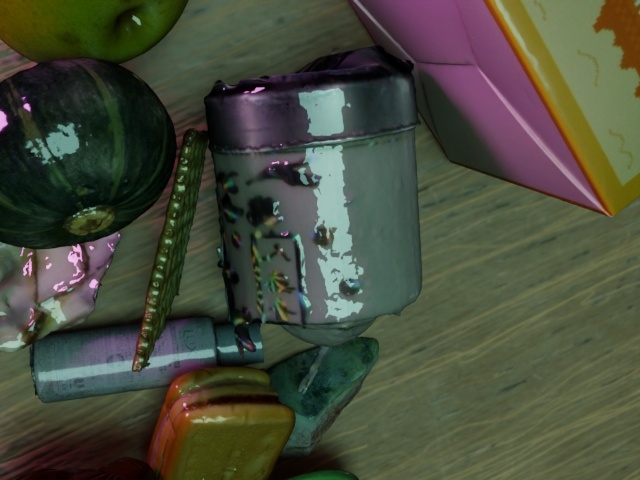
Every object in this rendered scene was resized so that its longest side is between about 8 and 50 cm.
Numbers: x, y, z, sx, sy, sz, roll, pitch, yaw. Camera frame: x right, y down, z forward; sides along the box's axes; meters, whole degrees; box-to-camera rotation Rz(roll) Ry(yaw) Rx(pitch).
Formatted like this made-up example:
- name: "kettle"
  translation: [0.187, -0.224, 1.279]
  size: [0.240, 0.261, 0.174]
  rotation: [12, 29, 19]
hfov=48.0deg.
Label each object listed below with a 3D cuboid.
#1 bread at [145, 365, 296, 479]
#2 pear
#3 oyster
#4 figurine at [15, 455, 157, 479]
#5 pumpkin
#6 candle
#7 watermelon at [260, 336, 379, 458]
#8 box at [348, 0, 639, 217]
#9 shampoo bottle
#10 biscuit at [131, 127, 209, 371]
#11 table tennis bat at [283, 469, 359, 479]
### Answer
- name: "bread"
  translation: [-0.104, 0.205, 0.704]
  size: [0.116, 0.077, 0.200]
  rotation: [-2, 134, -28]
- name: "pear"
  translation: [-0.199, -0.237, 0.557]
  size: [0.180, 0.166, 0.216]
  rotation: [-41, 79, 11]
- name: "oyster"
  translation: [-0.312, 0.008, 0.613]
  size: [0.271, 0.100, 0.275]
  rotation: [6, 83, -16]
- name: "figurine"
  translation: [-0.298, 0.276, 0.613]
  size: [0.316, 0.168, 0.187]
  rotation: [-9, 97, 4]
- name: "pumpkin"
  translation: [-0.188, -0.064, 0.538]
  size: [0.167, 0.167, 0.125]
  rotation: [-10, 66, -12]
- name: "candle"
  translation: [0.000, 0.000, 0.644]
  size: [0.188, 0.187, 0.330]
  rotation: [-8, 104, -13]
- name: "watermelon"
  translation: [-0.008, 0.168, 0.763]
  size: [0.180, 0.081, 0.094]
  rotation: [-37, 136, 3]
- name: "box"
  translation: [0.176, -0.203, 0.585]
  size: [0.214, 0.283, 0.259]
  rotation: [-39, 110, -1]
- name: "shampoo bottle"
  translation: [-0.162, 0.111, 0.696]
  size: [0.214, 0.072, 0.072]
  rotation: [-5, 105, -13]
- name: "biscuit"
  translation: [-0.128, -0.001, 0.636]
  size: [0.016, 0.144, 0.203]
  rotation: [13, 99, -5]
- name: "table tennis bat"
  translation: [-0.074, 0.306, 0.752]
  size: [0.257, 0.039, 0.160]
  rotation: [-14, 136, -14]
